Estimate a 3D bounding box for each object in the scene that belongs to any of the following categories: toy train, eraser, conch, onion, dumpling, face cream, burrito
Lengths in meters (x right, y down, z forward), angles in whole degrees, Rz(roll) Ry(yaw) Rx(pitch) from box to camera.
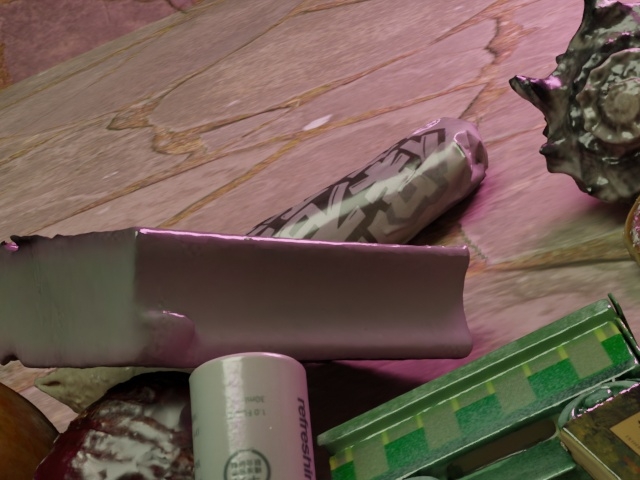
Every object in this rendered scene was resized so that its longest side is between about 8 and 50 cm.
[{"bbox_3d":[0.142,0.172,1.099,0.301,0.120,0.202,-27,20,5],"label":"toy train"},{"bbox_3d":[-0.081,0.057,1.336,0.359,0.122,0.272,2,-3,-40],"label":"eraser"},{"bbox_3d":[0.349,-0.143,1.469,0.313,0.186,0.240,-7,54,4],"label":"conch"},{"bbox_3d":[-0.140,0.229,1.190,0.216,0.207,0.206,-9,26,49],"label":"onion"},{"bbox_3d":[-0.180,0.134,1.533,0.216,0.126,0.166,-23,13,30],"label":"dumpling"},{"bbox_3d":[-0.042,0.238,1.053,0.092,0.092,0.311,-17,62,24],"label":"face cream"},{"bbox_3d":[0.000,0.000,1.636,0.446,0.101,0.139,-31,21,-8],"label":"burrito"}]

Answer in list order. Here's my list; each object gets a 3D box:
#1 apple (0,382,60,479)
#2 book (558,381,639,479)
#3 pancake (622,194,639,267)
[{"bbox_3d":[-0.338,0.256,1.308,0.302,0.301,0.301,-23,23,11],"label":"apple"},{"bbox_3d":[0.285,0.136,0.958,0.228,0.024,0.160,-20,49,-33],"label":"book"},{"bbox_3d":[0.346,-0.024,1.336,0.158,0.028,0.158,-20,48,23],"label":"pancake"}]
